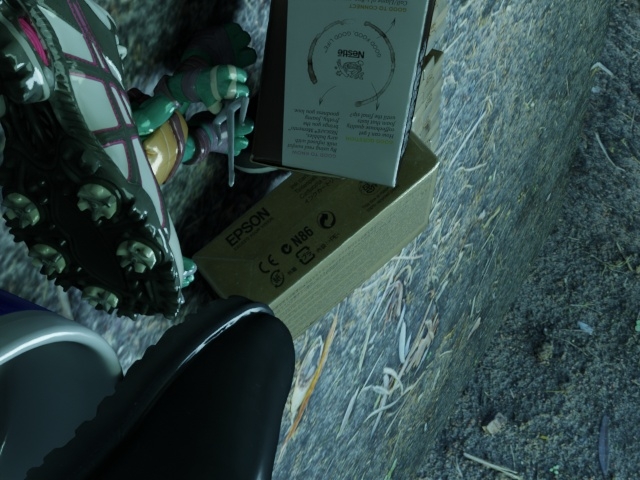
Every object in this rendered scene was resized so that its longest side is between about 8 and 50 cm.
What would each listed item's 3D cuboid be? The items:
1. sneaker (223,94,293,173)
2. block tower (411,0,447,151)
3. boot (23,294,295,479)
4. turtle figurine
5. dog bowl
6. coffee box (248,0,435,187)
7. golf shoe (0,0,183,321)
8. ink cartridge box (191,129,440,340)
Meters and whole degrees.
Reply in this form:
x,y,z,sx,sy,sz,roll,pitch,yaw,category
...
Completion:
x,y,z,sx,sy,sz,roll,pitch,yaw,category
-0.009,-0.092,0.998,0.270,0.090,0.145,-49,151,-49,sneaker
0.084,-0.214,1.116,0.091,0.097,0.336,-54,155,-34,block tower
0.038,0.237,0.622,0.367,0.445,0.146,-46,151,-46,boot
-0.110,-0.067,0.724,0.234,0.118,0.175,-67,-177,-55,turtle figurine
-0.244,0.158,0.624,0.265,0.104,0.265,-53,156,-36,dog bowl
0.034,-0.211,0.767,0.168,0.118,0.297,-68,168,-68,coffee box
-0.139,-0.069,0.577,0.273,0.105,0.120,67,34,-36,golf shoe
0.000,0.000,0.965,0.234,0.088,0.193,-40,166,-11,ink cartridge box
